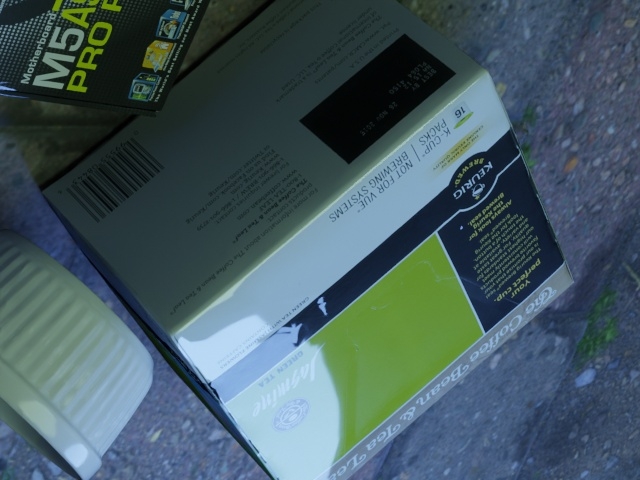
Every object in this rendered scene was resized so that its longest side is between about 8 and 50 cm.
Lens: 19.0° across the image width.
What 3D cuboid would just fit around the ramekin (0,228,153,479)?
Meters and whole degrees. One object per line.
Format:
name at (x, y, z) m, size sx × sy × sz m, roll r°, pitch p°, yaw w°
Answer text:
ramekin at (-0.228, 0.085, 1.518) m, size 0.109 × 0.207 × 0.207 m, roll -48°, pitch 143°, yaw -14°

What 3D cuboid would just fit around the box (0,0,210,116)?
box at (-0.164, -0.230, 1.412) m, size 0.216 × 0.060 × 0.270 m, roll 5°, pitch 118°, yaw -46°

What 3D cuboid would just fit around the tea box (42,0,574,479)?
tea box at (0.000, 0.000, 1.636) m, size 0.329 × 0.220 × 0.323 m, roll -40°, pitch 140°, yaw -9°
